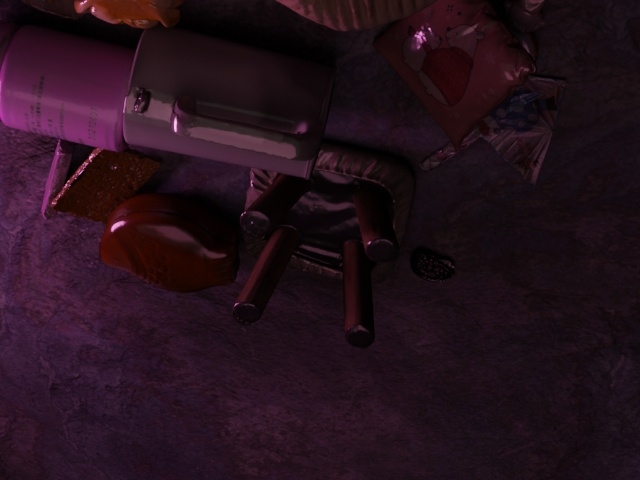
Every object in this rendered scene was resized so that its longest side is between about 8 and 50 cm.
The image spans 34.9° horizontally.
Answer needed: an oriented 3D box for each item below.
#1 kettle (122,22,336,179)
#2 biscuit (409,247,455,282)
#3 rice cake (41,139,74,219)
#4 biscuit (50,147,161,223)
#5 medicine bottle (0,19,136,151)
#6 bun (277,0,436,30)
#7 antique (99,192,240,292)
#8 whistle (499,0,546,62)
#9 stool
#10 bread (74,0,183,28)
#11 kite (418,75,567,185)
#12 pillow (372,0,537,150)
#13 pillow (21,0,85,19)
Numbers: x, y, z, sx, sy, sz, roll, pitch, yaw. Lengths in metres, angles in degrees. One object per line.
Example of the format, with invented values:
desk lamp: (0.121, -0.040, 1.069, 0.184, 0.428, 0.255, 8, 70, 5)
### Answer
kettle: (-0.144, -0.226, 1.636, 0.318, 0.205, 0.265, 14, 171, -2)
biscuit: (0.220, 0.048, 2.002, 0.087, 0.027, 0.089, -7, 134, 20)
rice cake: (-0.512, -0.116, 1.974, 0.036, 0.047, 0.207, 16, 139, -15)
biscuit: (-0.412, -0.110, 1.948, 0.131, 0.025, 0.231, 17, 139, -36)
medicine bottle: (-0.452, -0.263, 1.709, 0.290, 0.178, 0.178, 12, 137, -1)
bun: (0.061, -0.453, 1.371, 0.362, 0.234, 0.326, -26, 133, 14)
antique: (-0.291, 0.004, 1.991, 0.278, 0.129, 0.223, 5, 136, 7)
whistle: (0.302, -0.328, 1.572, 0.107, 0.057, 0.220, 27, 132, 3)
stool: (0.000, 0.000, 1.843, 0.310, 0.226, 0.310, 11, 129, 0)
bread: (-0.274, -0.461, 1.503, 0.173, 0.121, 0.311, 11, 135, -4)
kite: (0.285, -0.201, 1.740, 0.314, 0.011, 0.335, -30, 122, 36)
pillow: (0.205, -0.286, 1.565, 0.236, 0.084, 0.223, 57, 136, 8)
pillow: (-0.437, -0.452, 1.610, 0.130, 0.038, 0.233, 14, 139, 3)
